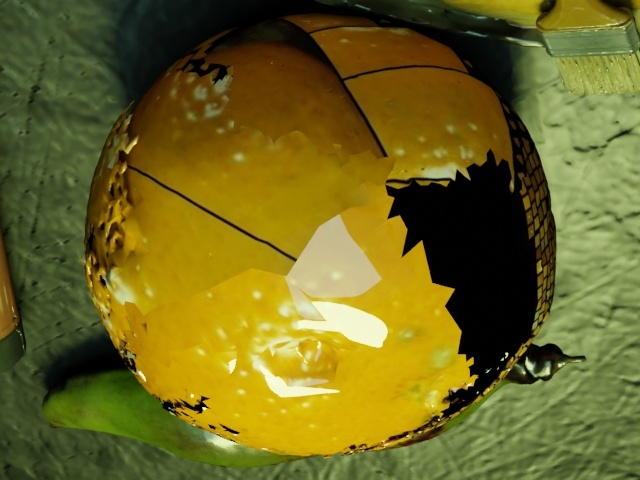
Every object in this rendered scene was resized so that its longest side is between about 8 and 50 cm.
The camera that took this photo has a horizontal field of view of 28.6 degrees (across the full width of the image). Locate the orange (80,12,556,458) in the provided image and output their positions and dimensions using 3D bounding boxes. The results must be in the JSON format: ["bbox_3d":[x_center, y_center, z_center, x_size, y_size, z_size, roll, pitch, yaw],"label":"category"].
[{"bbox_3d":[0.000,0.000,0.619,0.234,0.182,0.234,7,129,9],"label":"orange"}]

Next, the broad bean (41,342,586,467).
[{"bbox_3d":[-0.011,0.095,0.756,0.338,0.061,0.077,-9,116,10],"label":"broad bean"}]

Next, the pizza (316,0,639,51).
[{"bbox_3d":[0.046,-0.242,0.454,0.439,0.130,0.406,11,145,-7],"label":"pizza"}]

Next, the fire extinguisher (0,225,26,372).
[{"bbox_3d":[-0.201,-0.004,0.711,0.062,0.050,0.177,17,129,25],"label":"fire extinguisher"}]

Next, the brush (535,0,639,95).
[{"bbox_3d":[0.106,-0.106,0.529,0.043,0.014,0.170,0,157,24],"label":"brush"}]
